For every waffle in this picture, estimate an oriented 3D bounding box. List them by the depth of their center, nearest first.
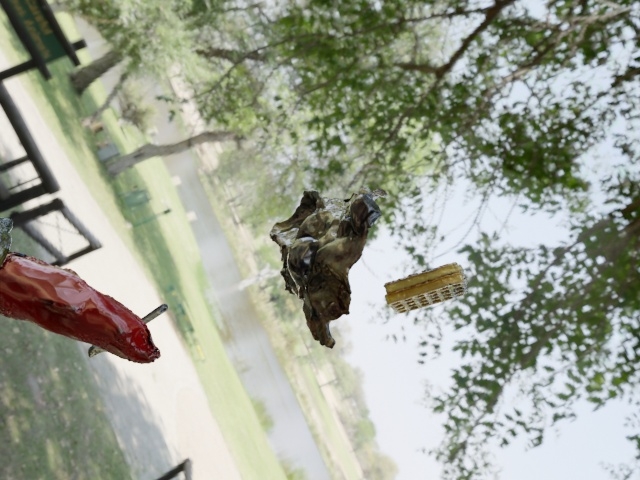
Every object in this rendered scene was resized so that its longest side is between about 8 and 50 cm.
[{"bbox_3d":[0.194,0.088,1.215,0.102,0.148,0.042,49,26,-64],"label":"waffle"}]

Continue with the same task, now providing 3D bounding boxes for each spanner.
[{"bbox_3d":[-0.436,0.204,1.510,0.012,0.209,0.046,54,-5,32],"label":"spanner"}]

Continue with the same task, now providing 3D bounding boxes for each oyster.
[{"bbox_3d":[-0.001,-0.005,0.980,0.096,0.221,0.361,27,9,-16],"label":"oyster"}]

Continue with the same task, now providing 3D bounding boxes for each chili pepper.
[{"bbox_3d":[-0.411,0.096,1.043,0.388,0.110,0.110,20,-22,16],"label":"chili pepper"}]

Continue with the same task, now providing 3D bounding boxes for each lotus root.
[{"bbox_3d":[-0.454,0.008,0.906,0.054,0.099,0.049,44,13,26],"label":"lotus root"}]
